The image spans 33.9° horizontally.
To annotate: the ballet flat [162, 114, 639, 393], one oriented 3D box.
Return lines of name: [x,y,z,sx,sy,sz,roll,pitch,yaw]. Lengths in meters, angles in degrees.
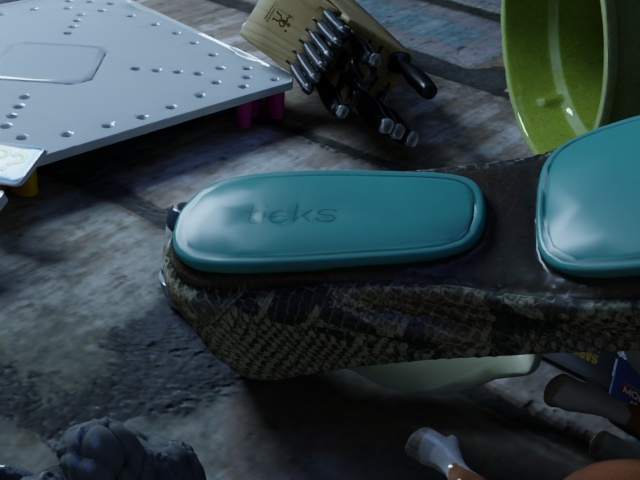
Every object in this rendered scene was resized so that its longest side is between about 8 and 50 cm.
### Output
ballet flat: [0.135,0.022,0.678,0.483,0.182,0.164,-7,41,21]

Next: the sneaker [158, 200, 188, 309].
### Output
sneaker: [0.000,0.000,0.845,0.258,0.091,0.094,-7,32,-18]

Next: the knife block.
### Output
knife block: [0.044,-0.196,1.174,0.242,0.088,0.276,39,17,12]

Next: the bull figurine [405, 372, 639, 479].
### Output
bull figurine: [0.135,0.166,0.567,0.310,0.101,0.188,-9,27,-28]

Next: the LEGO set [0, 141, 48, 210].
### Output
LEGO set: [-0.379,-0.050,0.876,0.244,0.060,0.182,9,47,20]

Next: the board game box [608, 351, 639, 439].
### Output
board game box: [0.336,0.114,0.723,0.194,0.060,0.194,-21,39,-35]

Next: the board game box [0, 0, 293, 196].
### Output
board game box: [-0.296,-0.174,1.148,0.390,0.050,0.390,-23,40,-38]

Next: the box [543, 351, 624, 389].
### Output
box: [0.236,0.023,0.869,0.183,0.056,0.231,26,37,33]

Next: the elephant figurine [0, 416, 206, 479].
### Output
elephant figurine: [-0.175,0.164,0.504,0.239,0.186,0.169,-10,-14,28]

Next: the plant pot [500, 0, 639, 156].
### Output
plant pot: [0.345,-0.213,1.046,0.254,0.276,0.276,-6,32,-8]
